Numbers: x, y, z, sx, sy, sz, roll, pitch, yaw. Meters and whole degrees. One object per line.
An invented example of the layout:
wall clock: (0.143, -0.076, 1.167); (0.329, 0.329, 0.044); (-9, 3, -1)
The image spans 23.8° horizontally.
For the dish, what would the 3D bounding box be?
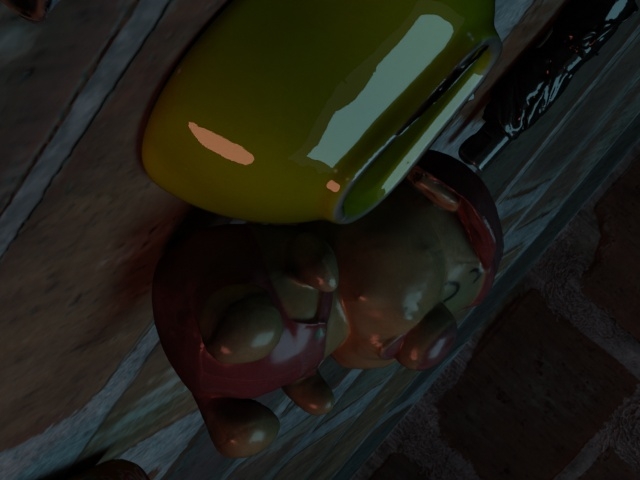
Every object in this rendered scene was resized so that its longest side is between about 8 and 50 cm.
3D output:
dish: (0.026, -0.099, 0.889); (0.262, 0.108, 0.221); (-48, 169, 6)

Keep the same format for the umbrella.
umbrella: (0.220, -0.165, 1.502); (0.236, 0.059, 0.066); (-47, 145, 8)

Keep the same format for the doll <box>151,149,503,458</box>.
doll: (0.017, 0.029, 1.033); (0.256, 0.152, 0.196); (-27, 180, -23)

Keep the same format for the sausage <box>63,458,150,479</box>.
sausage: (-0.211, 0.231, 1.215); (0.071, 0.071, 0.234); (-51, 169, 15)

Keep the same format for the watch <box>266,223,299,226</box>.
watch: (0.000, 0.000, 1.232); (0.206, 0.068, 0.193); (-51, 172, 34)

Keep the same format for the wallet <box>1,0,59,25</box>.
wallet: (-0.038, -0.188, 0.476); (0.231, 0.069, 0.170); (-50, 174, -18)
